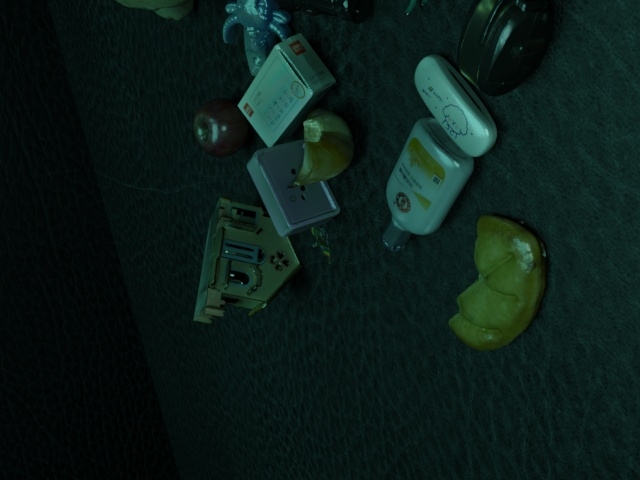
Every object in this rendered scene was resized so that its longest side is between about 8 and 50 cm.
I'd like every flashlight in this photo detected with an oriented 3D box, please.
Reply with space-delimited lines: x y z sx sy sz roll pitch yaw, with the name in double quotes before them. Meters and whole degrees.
"flashlight" 0.002 -0.469 1.352 0.232 0.093 0.093 34 134 41

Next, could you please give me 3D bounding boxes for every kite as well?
"kite" 0.000 0.000 1.706 0.122 0.004 0.090 62 148 13

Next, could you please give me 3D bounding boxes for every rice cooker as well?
"rice cooker" 0.264 -0.292 1.010 0.106 0.112 0.165 49 144 41

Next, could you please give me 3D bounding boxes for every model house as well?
"model house" -0.177 0.065 1.812 0.169 0.244 0.326 -38 42 56

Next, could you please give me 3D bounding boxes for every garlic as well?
"garlic" 0.013 -0.192 1.478 0.115 0.128 0.207 19 145 0

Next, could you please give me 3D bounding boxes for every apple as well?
"apple" -0.256 -0.296 1.830 0.153 0.120 0.153 25 122 47

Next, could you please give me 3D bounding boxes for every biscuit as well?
"biscuit" 0.311 0.093 1.229 0.154 0.045 0.299 42 140 36

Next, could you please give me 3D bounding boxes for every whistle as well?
"whistle" -0.137 -0.488 1.553 0.180 0.093 0.269 18 127 23

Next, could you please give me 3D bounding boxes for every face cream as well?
"face cream" 0.182 -0.087 1.301 0.144 0.071 0.291 55 147 24

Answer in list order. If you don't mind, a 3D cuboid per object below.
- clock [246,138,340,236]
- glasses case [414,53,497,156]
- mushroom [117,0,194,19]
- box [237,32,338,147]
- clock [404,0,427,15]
"clock" -0.061 -0.120 1.591 0.063 0.150 0.197 -38 75 55
"glasses case" 0.224 -0.227 1.171 0.197 0.049 0.076 58 147 19
"mushroom" -0.385 -0.668 1.738 0.292 0.292 0.290 54 178 24
"box" -0.078 -0.323 1.544 0.135 0.079 0.269 53 149 1
"clock" 0.150 -0.451 1.165 0.101 0.041 0.135 -7 101 59
